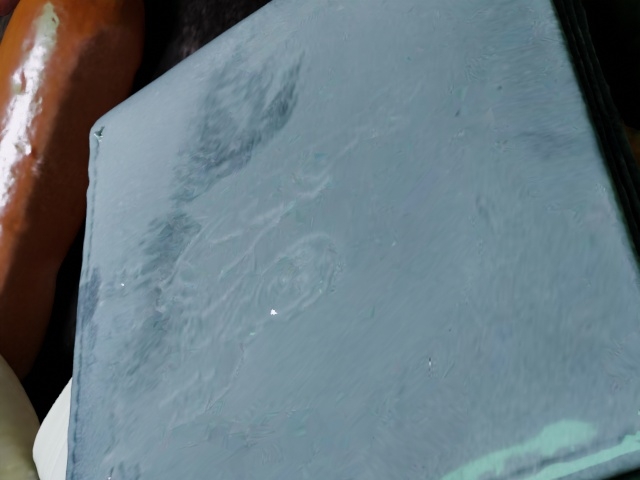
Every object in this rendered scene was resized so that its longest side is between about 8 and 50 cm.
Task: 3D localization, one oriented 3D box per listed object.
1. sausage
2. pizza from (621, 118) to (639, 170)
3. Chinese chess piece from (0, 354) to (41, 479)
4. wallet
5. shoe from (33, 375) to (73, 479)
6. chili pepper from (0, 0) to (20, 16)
[{"bbox_3d":[-0.217,-0.041,0.865,0.097,0.094,0.348,30,101,51],"label":"sausage"},{"bbox_3d":[0.099,0.015,0.471,0.204,0.080,0.188,-31,46,18],"label":"pizza"},{"bbox_3d":[-0.283,0.178,0.802,0.257,0.104,0.257,9,102,44],"label":"Chinese chess piece"},{"bbox_3d":[0.001,0.000,0.465,0.251,0.054,0.290,-26,47,25],"label":"wallet"},{"bbox_3d":[-0.082,0.081,0.662,0.265,0.095,0.110,-61,39,30],"label":"shoe"},{"bbox_3d":[-0.219,-0.316,0.900,0.305,0.229,0.251,-53,44,40],"label":"chili pepper"}]
